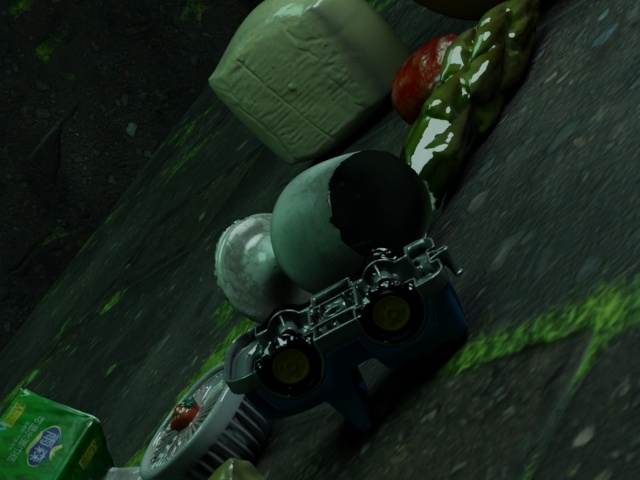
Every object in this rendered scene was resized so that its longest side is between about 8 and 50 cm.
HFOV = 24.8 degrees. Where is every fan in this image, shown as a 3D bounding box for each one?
[{"bbox_3d":[-0.130,0.213,1.254,0.244,0.074,0.130,-55,15,-22],"label":"fan"}]

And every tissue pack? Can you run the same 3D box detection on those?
[{"bbox_3d":[-0.271,0.284,1.413,0.148,0.156,0.209,88,-153,-51],"label":"tissue pack"}]

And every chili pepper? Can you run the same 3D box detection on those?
[{"bbox_3d":[0.124,-0.175,1.544,0.073,0.070,0.123,-38,1,-37],"label":"chili pepper"}]

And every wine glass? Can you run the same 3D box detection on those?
[{"bbox_3d":[0.000,0.000,1.322,0.126,0.126,0.241,-56,12,-27],"label":"wine glass"}]

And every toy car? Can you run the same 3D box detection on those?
[{"bbox_3d":[0.028,0.079,1.084,0.191,0.100,0.097,-27,15,6],"label":"toy car"}]

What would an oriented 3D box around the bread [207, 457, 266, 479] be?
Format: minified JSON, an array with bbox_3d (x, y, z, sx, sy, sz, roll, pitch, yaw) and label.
[{"bbox_3d":[-0.041,0.241,0.613,0.252,0.196,0.238,-49,16,14],"label":"bread"}]

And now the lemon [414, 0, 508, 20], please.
[{"bbox_3d":[0.166,-0.363,1.545,0.258,0.258,0.310,-46,-3,13],"label":"lemon"}]

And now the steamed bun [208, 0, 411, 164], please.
[{"bbox_3d":[-0.011,-0.227,1.846,0.250,0.200,0.155,-34,19,41],"label":"steamed bun"}]

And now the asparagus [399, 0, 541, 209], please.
[{"bbox_3d":[0.141,-0.142,1.376,0.287,0.080,0.080,-55,14,-28],"label":"asparagus"}]
